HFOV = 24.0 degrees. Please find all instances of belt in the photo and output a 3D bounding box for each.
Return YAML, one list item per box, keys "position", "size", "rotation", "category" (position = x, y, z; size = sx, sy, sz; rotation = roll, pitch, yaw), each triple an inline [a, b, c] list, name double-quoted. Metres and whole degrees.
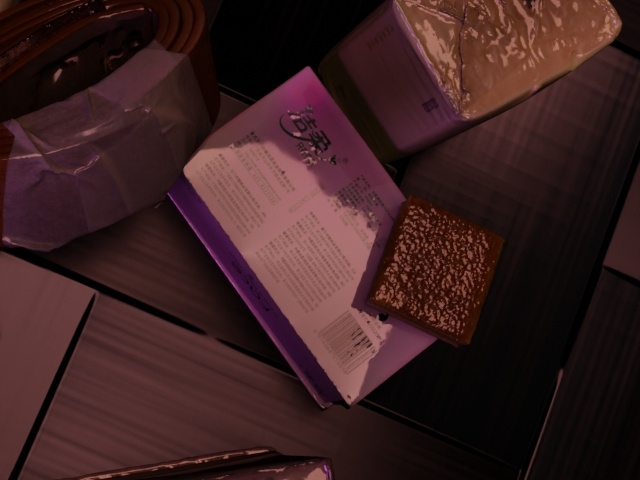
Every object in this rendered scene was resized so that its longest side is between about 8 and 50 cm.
- position: [-0.191, -0.102, 1.155]
  size: [0.184, 0.105, 0.261]
  rotation: [27, 50, 29]
  category: "belt"

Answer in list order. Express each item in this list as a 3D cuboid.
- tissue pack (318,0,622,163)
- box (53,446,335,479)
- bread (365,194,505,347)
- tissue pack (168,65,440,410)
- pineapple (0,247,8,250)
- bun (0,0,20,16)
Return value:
- position: [0.113, -0.157, 1.225]
  size: [0.159, 0.234, 0.125]
  rotation: [-31, 92, -16]
  category: "tissue pack"
- position: [-0.137, 0.286, 1.121]
  size: [0.297, 0.190, 0.225]
  rotation: [-7, 85, -14]
  category: "box"
- position: [0.092, 0.025, 1.199]
  size: [0.090, 0.035, 0.094]
  rotation: [24, 75, -11]
  category: "bread"
- position: [0.000, 0.000, 1.246]
  size: [0.148, 0.092, 0.246]
  rotation: [-36, 91, -15]
  category: "tissue pack"
- position: [-0.307, 0.074, 1.155]
  size: [0.125, 0.125, 0.251]
  rotation: [21, 72, -10]
  category: "pineapple"
- position: [-0.313, -0.236, 1.205]
  size: [0.164, 0.111, 0.188]
  rotation: [9, 79, -32]
  category: "bun"
